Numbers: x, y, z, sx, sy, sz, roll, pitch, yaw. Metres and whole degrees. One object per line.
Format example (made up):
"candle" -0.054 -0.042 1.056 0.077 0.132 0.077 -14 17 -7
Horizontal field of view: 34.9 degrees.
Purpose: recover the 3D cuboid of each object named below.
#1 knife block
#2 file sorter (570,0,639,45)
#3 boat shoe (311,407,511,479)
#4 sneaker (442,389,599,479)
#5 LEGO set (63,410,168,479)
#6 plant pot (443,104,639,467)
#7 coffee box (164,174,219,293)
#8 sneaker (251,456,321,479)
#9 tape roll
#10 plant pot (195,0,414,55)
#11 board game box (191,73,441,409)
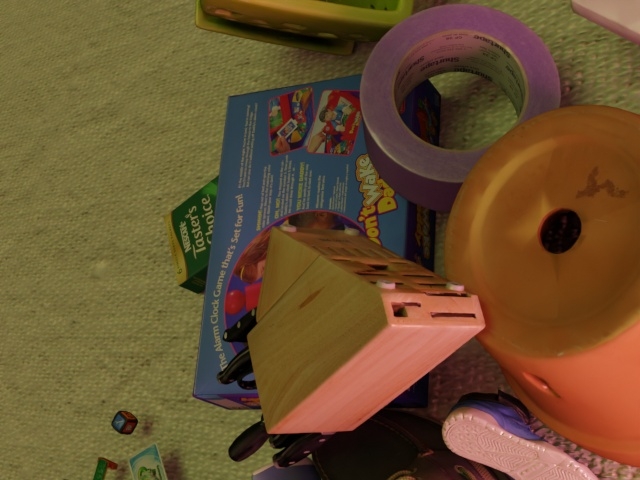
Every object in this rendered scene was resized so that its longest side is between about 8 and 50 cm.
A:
"knife block" 0.004 0.119 0.854 0.275 0.088 0.242 29 113 58
"file sorter" 0.350 -0.292 0.799 0.277 0.173 0.193 -45 54 -7
"boat shoe" 0.105 0.242 0.877 0.355 0.130 0.132 29 92 44
"sneaker" 0.182 0.183 0.888 0.152 0.084 0.058 27 109 10
"LEGO set" -0.226 0.333 1.201 0.182 0.060 0.244 -34 62 22
"plant pot" 0.233 0.022 0.811 0.290 0.203 0.291 -18 61 36
"coffee box" -0.109 -0.028 1.241 0.184 0.040 0.113 -34 53 25
"sneaker" -0.087 0.376 0.984 0.315 0.127 0.182 -46 51 15
"tape roll" 0.133 -0.127 0.985 0.188 0.080 0.189 -2 71 5
"plant pot" -0.027 -0.334 1.141 0.207 0.227 0.228 165 111 -74
"board game box" 0.000 0.000 1.078 0.233 0.078 0.347 -5 68 27
